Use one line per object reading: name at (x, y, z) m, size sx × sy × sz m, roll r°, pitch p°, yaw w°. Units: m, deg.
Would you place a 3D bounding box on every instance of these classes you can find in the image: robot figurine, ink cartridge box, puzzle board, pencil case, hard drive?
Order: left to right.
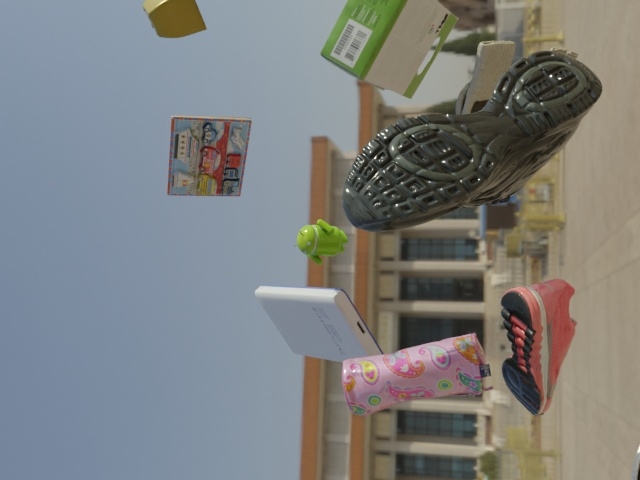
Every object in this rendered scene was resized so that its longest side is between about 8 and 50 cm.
puzzle board at (-0.141, -0.102, 0.949) m, size 0.128 × 0.097 × 0.011 m, roll 105°, pitch 158°, yaw -44°
hard drive at (-0.008, 0.199, 1.800) m, size 0.040 × 0.319 × 0.210 m, roll -44°, pitch -66°, yaw -30°
robot figurine at (0.000, 0.000, 1.648) m, size 0.067 × 0.115 × 0.101 m, roll -114°, pitch 36°, yaw -46°
ink cartridge box at (0.134, -0.376, 1.390) m, size 0.188 × 0.097 × 0.255 m, roll -60°, pitch -23°, yaw 14°
pencil case at (0.186, 0.264, 1.474) m, size 0.124 × 0.284 × 0.124 m, roll -12°, pitch -90°, yaw -80°

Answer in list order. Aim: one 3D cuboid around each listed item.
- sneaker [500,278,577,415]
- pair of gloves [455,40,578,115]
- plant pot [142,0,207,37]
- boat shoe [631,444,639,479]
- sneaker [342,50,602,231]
sneaker at (0.427, 0.204, 1.416) m, size 0.116 × 0.136 × 0.313 m, roll 48°, pitch 155°, yaw 51°
pair of gloves at (0.354, -0.251, 1.354) m, size 0.042 × 0.240 × 0.204 m, roll 56°, pitch 138°, yaw 46°
plant pot at (-0.260, -0.400, 1.317) m, size 0.081 × 0.083 × 0.081 m, roll 55°, pitch 169°, yaw 45°
boat shoe at (0.657, 0.520, 1.449) m, size 0.117 × 0.097 × 0.324 m, roll 28°, pitch -110°, yaw -27°
sneaker at (0.153, -0.074, 0.757) m, size 0.109 × 0.286 × 0.130 m, roll 57°, pitch 166°, yaw 29°
